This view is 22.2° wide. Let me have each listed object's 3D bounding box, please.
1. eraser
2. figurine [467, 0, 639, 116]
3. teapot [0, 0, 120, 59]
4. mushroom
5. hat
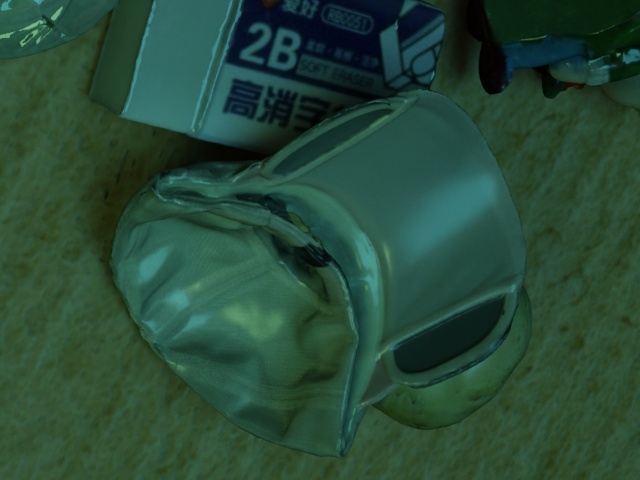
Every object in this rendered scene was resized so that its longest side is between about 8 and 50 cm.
[{"bbox_3d":[-0.030,-0.118,1.033,0.210,0.068,0.124,11,102,-35],"label":"eraser"},{"bbox_3d":[0.218,-0.136,1.170,0.185,0.127,0.234,-27,160,16],"label":"figurine"},{"bbox_3d":[-0.183,-0.210,0.847,0.163,0.178,0.221,-26,106,-2],"label":"teapot"},{"bbox_3d":[0.073,0.058,1.125,0.148,0.112,0.148,-1,86,8],"label":"mushroom"},{"bbox_3d":[0.000,0.000,1.038,0.226,0.164,0.219,-38,114,-22],"label":"hat"}]
